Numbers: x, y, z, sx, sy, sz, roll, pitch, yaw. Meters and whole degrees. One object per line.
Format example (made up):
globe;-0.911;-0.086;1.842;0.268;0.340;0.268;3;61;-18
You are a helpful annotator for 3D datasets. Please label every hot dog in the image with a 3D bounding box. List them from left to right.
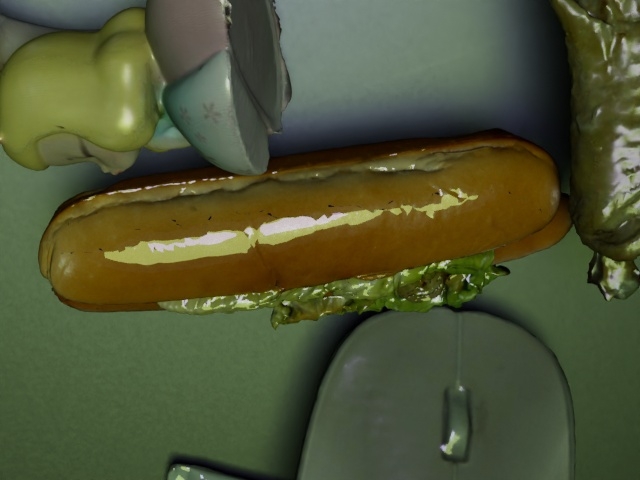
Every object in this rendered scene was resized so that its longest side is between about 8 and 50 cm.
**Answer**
hot dog;0.000;0.000;0.806;0.338;0.135;0.100;-8;81;-5

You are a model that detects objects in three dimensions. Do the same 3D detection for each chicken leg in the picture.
chicken leg;0.190;-0.174;0.746;0.202;0.153;0.429;-1;95;2

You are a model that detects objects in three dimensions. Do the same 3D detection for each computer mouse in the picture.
computer mouse;0.072;0.208;0.857;0.197;0.095;0.330;6;89;-13

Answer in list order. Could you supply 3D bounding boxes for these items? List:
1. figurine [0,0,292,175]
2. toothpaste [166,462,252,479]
figurine;-0.192;-0.105;0.701;0.316;0.284;0.206;-5;104;8
toothpaste;-0.003;0.200;0.913;0.216;0.037;0.061;10;97;-6
